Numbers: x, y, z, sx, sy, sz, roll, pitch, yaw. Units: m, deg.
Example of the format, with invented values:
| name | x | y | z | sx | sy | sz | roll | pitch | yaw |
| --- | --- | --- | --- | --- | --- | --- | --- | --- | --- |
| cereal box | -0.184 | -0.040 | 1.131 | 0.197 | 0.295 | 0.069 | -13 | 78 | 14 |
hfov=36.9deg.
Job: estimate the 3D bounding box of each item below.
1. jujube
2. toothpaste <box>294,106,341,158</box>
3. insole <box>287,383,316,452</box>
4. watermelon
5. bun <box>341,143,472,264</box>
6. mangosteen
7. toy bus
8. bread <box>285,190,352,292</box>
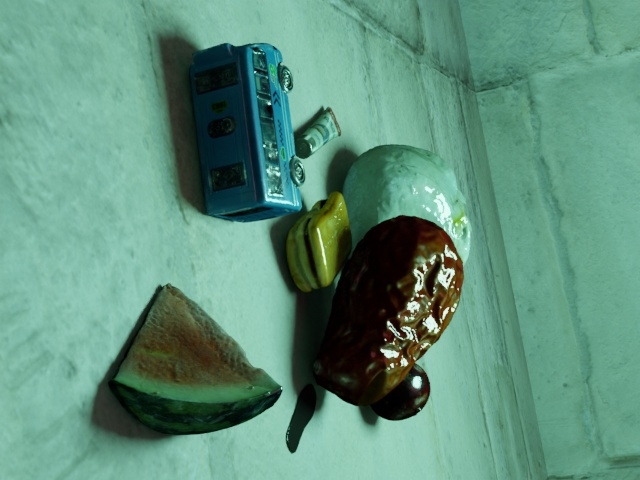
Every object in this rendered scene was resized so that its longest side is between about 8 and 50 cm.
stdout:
| name | x | y | z | sx | sy | sz | roll | pitch | yaw |
| --- | --- | --- | --- | --- | --- | --- | --- | --- | --- |
| jujube | 0.109 | 0.117 | 1.597 | 0.342 | 0.216 | 0.216 | -55 | 135 | -31 |
| toothpaste | -0.002 | -0.194 | 1.750 | 0.062 | 0.039 | 0.239 | 67 | 21 | -12 |
| insole | -0.028 | 0.272 | 1.486 | 0.153 | 0.002 | 0.053 | -66 | 140 | -58 |
| watermelon | -0.171 | 0.159 | 1.119 | 0.207 | 0.136 | 0.202 | 13 | 24 | -40 |
| bun | 0.180 | -0.023 | 1.892 | 0.362 | 0.211 | 0.362 | -9 | 90 | -70 |
| mangosteen | 0.136 | 0.264 | 1.775 | 0.140 | 0.140 | 0.140 | -11 | 90 | -69 |
| toy bus | -0.107 | -0.154 | 1.346 | 0.134 | 0.113 | 0.246 | 4 | 77 | -63 |
| bread | 0.000 | 0.000 | 1.597 | 0.200 | 0.077 | 0.116 | -55 | 129 | -65 |
